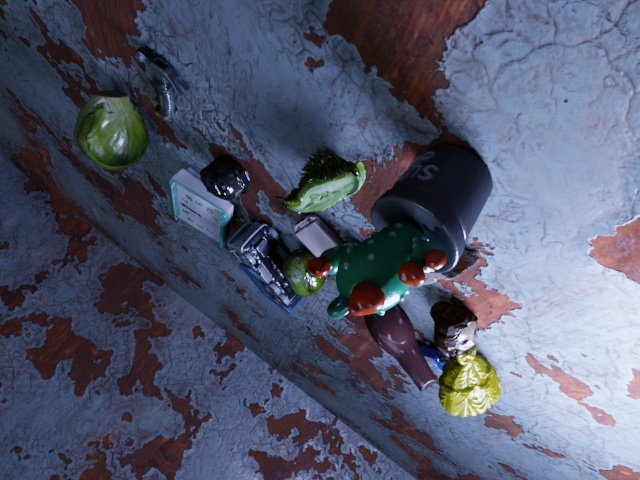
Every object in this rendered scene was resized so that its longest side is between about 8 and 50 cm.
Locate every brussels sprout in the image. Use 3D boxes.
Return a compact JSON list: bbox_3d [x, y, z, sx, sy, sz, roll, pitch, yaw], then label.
[{"bbox_3d":[-0.662,-0.351,1.697,0.210,0.219,0.271,38,135,25],"label":"brussels sprout"}]

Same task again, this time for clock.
[{"bbox_3d":[-0.399,-0.118,1.849,0.231,0.116,0.262,32,155,4],"label":"clock"}]

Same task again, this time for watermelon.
[{"bbox_3d":[0.282,0.063,1.257,0.158,0.098,0.121,22,150,23],"label":"watermelon"}]

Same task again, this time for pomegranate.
[{"bbox_3d":[-0.031,0.100,1.687,0.191,0.131,0.152,-1,131,43],"label":"pomegranate"}]

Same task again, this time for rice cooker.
[{"bbox_3d":[-0.285,-0.182,1.592,0.165,0.106,0.112,27,150,47],"label":"rice cooker"}]

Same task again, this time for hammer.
[{"bbox_3d":[-0.434,-0.413,1.484,0.159,0.041,0.226,39,154,5],"label":"hammer"}]

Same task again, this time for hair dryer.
[{"bbox_3d":[0.245,0.341,1.661,0.312,0.123,0.340,58,174,26],"label":"hair dryer"}]

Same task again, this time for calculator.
[{"bbox_3d":[0.000,0.000,1.554,0.100,0.032,0.175,-31,109,36],"label":"calculator"}]

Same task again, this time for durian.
[{"bbox_3d":[0.005,-0.137,1.275,0.132,0.106,0.375,45,153,-17],"label":"durian"}]

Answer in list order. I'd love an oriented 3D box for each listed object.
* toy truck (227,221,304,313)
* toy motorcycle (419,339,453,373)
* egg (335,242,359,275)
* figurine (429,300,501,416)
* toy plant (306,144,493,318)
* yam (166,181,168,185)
[{"bbox_3d":[-0.172,0.098,1.848,0.175,0.146,0.367,16,146,47],"label":"toy truck"},{"bbox_3d":[0.359,0.376,1.690,0.205,0.076,0.114,4,145,51],"label":"toy motorcycle"},{"bbox_3d":[0.091,0.070,1.489,0.114,0.114,0.152,18,150,37],"label":"egg"},{"bbox_3d":[0.387,0.308,1.446,0.168,0.188,0.315,-113,3,-55],"label":"figurine"},{"bbox_3d":[0.148,0.000,0.973,0.280,0.400,0.185,19,146,37],"label":"toy plant"},{"bbox_3d":[-0.490,-0.135,2.022,0.234,0.027,0.029,45,164,-13],"label":"yam"}]
